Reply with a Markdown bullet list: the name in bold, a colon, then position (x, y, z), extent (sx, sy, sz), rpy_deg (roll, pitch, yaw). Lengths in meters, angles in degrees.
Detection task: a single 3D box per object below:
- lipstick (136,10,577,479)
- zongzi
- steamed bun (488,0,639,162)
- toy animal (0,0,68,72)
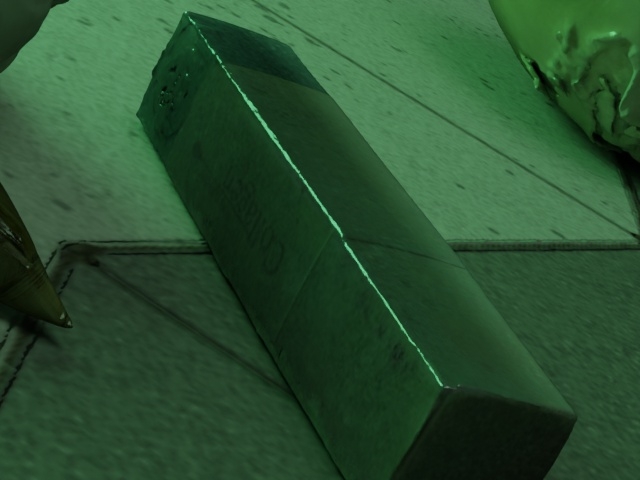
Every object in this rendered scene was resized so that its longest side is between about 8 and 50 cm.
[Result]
- **lipstick**: position (0.000, 0.000, 0.703), extent (0.068, 0.066, 0.317), rpy_deg (16, 24, -31)
- **zongzi**: position (-0.122, -0.006, 0.607), extent (0.083, 0.040, 0.076), rpy_deg (36, 11, -14)
- **steamed bun**: position (0.270, -0.190, 1.284), extent (0.334, 0.233, 0.312), rpy_deg (25, 16, -35)
- **toy animal**: position (-0.206, -0.149, 0.705), extent (0.178, 0.127, 0.193), rpy_deg (9, 28, -37)
